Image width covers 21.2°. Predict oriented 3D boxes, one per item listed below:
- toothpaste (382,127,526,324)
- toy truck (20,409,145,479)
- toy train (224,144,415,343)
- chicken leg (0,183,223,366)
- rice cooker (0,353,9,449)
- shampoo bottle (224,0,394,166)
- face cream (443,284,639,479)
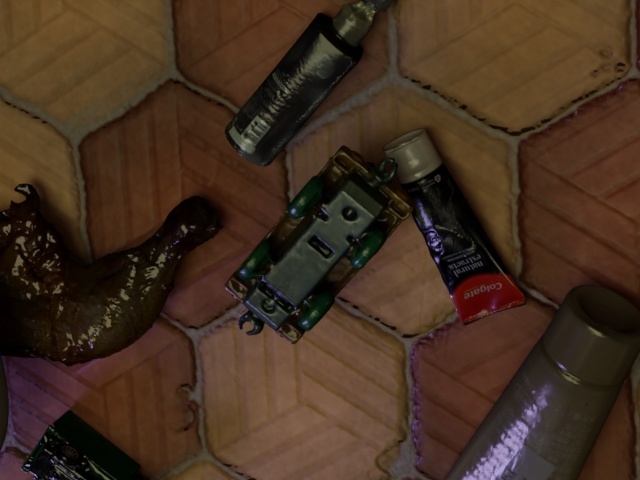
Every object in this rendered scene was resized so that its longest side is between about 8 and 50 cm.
[{"bbox_3d":[0.123,-0.012,1.601,0.071,0.045,0.193,-20,104,29],"label":"toothpaste"},{"bbox_3d":[-0.234,0.254,1.774,0.147,0.079,0.065,37,112,6],"label":"toy truck"},{"bbox_3d":[0.000,0.000,1.594,0.091,0.136,0.228,39,111,-3],"label":"toy train"},{"bbox_3d":[-0.249,0.034,1.718,0.322,0.083,0.177,4,97,18],"label":"chicken leg"},{"bbox_3d":[-0.475,0.146,1.652,0.288,0.277,0.288,26,126,42],"label":"rice cooker"},{"bbox_3d":[-0.007,-0.159,1.586,0.057,0.063,0.208,39,113,-6],"label":"shampoo bottle"},{"bbox_3d":[0.201,0.197,1.623,0.137,0.084,0.341,30,121,10],"label":"face cream"}]
